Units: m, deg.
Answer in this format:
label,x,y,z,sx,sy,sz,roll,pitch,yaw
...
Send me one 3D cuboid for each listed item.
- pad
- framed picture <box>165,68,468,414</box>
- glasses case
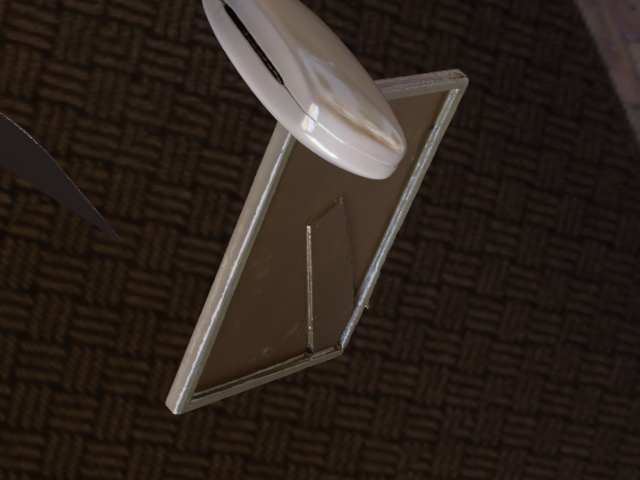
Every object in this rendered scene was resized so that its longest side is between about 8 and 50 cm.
label,x,y,z,sx,sy,sz,roll,pitch,yaw
pad,-0.265,-0.094,0.990,0.004,0.267,0.181,-53,154,-13
framed picture,0.000,0.000,1.166,0.232,0.024,0.315,-14,135,-49
glasses case,-0.014,-0.120,0.942,0.092,0.233,0.059,24,111,-41
